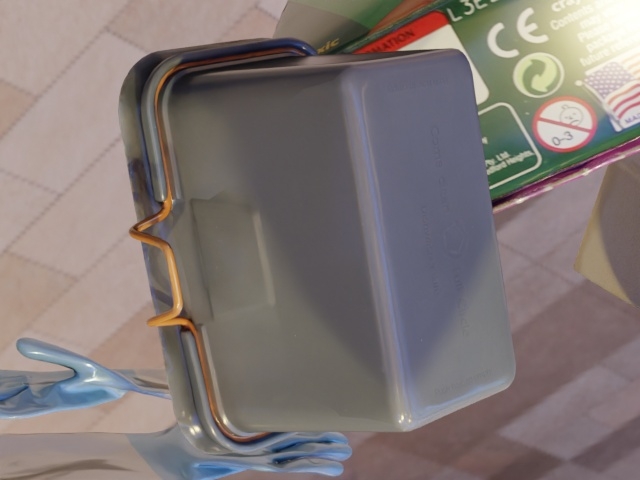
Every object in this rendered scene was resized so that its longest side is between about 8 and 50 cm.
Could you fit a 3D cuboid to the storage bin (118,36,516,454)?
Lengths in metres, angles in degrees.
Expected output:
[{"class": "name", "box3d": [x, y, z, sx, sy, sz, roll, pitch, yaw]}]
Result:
[{"class": "storage bin", "box3d": [0.000, 0.000, 0.395, 0.098, 0.135, 0.091, -15, -172, -41]}]

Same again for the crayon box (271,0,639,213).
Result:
[{"class": "crayon box", "box3d": [0.161, -0.172, 0.602, 0.363, 0.313, 0.106, -25, 116, 21]}]

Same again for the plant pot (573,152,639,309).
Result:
[{"class": "plant pot", "box3d": [0.223, -0.009, 0.710, 0.109, 0.096, 0.109, -32, 151, -24]}]

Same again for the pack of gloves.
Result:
[{"class": "pack of gloves", "box3d": [-0.104, 0.094, 0.771, 0.232, 0.195, 0.046, 2, 101, -29]}]
